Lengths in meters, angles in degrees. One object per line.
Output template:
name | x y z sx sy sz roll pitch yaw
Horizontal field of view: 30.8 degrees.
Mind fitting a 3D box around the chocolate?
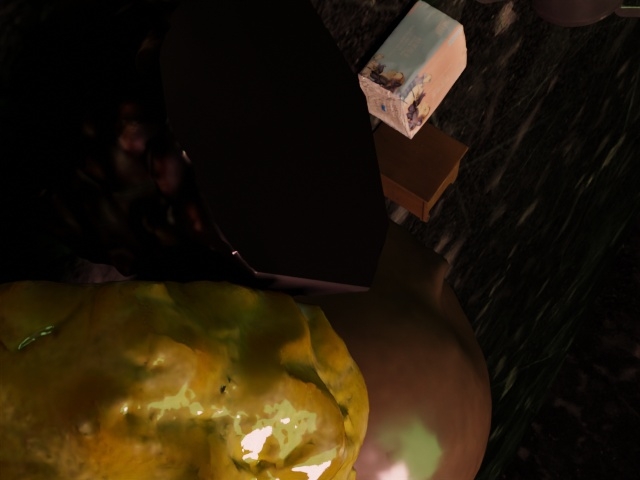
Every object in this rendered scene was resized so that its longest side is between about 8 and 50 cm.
chocolate | -0.095 -0.055 0.708 0.177 0.206 0.224 -16 166 28

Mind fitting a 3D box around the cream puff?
cream puff | -0.112 0.121 0.647 0.282 0.281 0.185 37 48 -70

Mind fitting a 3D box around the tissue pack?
tissue pack | 0.083 -0.152 1.025 0.094 0.058 0.074 -52 158 -13

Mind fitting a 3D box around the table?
table | 0.089 -0.070 1.137 0.070 0.083 0.082 -54 165 -14

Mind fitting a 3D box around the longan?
longan | 0.003 0.118 0.945 0.297 0.297 0.297 -46 158 -25

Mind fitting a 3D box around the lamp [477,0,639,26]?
lamp | 0.214 -0.269 1.020 0.172 0.147 0.227 -15 155 4
